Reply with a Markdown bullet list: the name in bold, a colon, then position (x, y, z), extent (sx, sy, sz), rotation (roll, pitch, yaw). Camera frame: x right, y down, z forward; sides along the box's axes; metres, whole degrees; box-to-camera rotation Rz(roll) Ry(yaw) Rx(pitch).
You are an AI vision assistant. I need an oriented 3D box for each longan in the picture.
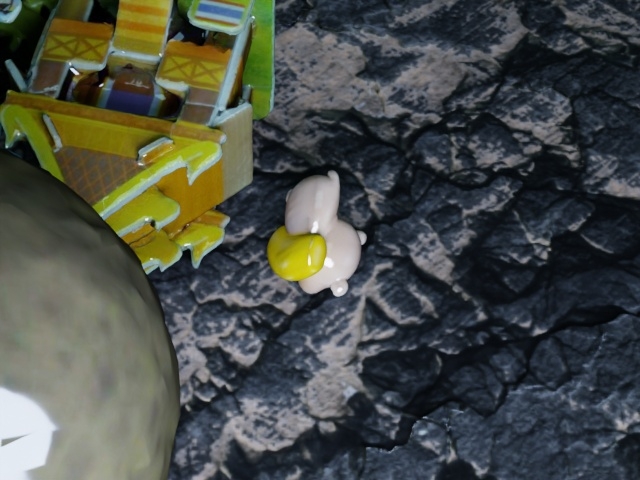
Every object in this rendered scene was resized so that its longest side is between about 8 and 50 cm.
- **longan**: position (-0.296, 0.112, 1.129), extent (0.391, 0.391, 0.391), rotation (2, 52, -2)

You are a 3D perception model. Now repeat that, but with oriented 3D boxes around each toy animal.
- **toy animal**: position (0.000, 0.000, 1.425), extent (0.082, 0.091, 0.114), rotation (19, 62, -24)

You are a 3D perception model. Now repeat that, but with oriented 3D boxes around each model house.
- **model house**: position (-0.242, -0.109, 1.391), extent (0.358, 0.242, 0.312), rotation (12, 55, 4)
